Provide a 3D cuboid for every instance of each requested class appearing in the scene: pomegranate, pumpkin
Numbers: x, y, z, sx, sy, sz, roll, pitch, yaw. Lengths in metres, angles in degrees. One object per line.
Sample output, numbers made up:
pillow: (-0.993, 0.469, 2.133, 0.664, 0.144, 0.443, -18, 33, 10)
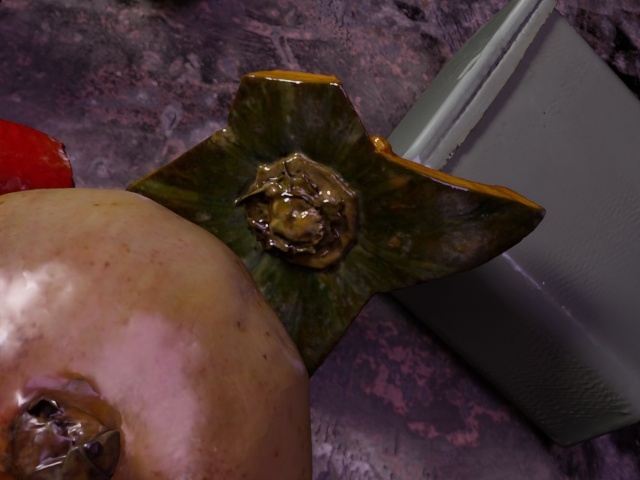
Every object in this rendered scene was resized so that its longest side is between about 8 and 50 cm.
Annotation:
pomegranate: (-0.165, 0.129, 0.796, 0.338, 0.338, 0.338, 13, 61, -25)
pumpkin: (-0.001, -0.025, 1.013, 0.258, 0.290, 0.095, 48, 25, -7)

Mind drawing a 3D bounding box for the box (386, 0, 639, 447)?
box: (0.231, -0.027, 1.216, 0.344, 0.177, 0.352, 44, 52, -9)

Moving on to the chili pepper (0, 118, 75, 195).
chili pepper: (-0.366, -0.054, 0.896, 0.338, 0.131, 0.135, 8, 53, -25)
